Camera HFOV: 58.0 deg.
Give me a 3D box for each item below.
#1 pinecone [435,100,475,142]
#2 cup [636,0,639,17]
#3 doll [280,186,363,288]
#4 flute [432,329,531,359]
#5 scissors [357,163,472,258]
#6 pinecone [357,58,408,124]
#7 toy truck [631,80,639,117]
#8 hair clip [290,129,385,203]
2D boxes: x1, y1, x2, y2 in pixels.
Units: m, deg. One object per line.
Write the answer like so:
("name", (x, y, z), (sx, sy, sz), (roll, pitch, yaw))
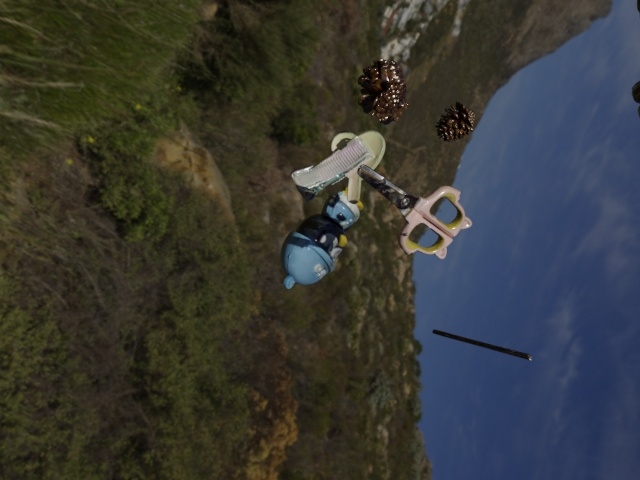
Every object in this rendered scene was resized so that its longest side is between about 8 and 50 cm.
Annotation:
("pinecone", (0.365, -0.313, 1.554), (0.109, 0.102, 0.102), (-51, 178, -2))
("cup", (0.471, -0.383, 0.657), (0.178, 0.255, 0.256), (8, -114, 55))
("doll", (0.000, 0.000, 1.523), (0.314, 0.141, 0.177), (-52, 149, -15))
("flute", (0.357, 0.233, 1.307), (0.269, 0.014, 0.014), (7, -116, 52))
("scissors", (0.171, -0.060, 1.078), (0.160, 0.317, 0.024), (-52, -140, 11))
("pinecone", (0.190, -0.461, 1.761), (0.179, 0.149, 0.195), (55, 33, -61))
("toy truck", (0.669, -0.198, 1.025), (0.157, 0.272, 0.124), (-19, -128, 31))
("hair clip", (0.049, -0.156, 1.254), (0.218, 0.159, 0.071), (-32, 163, 2))
